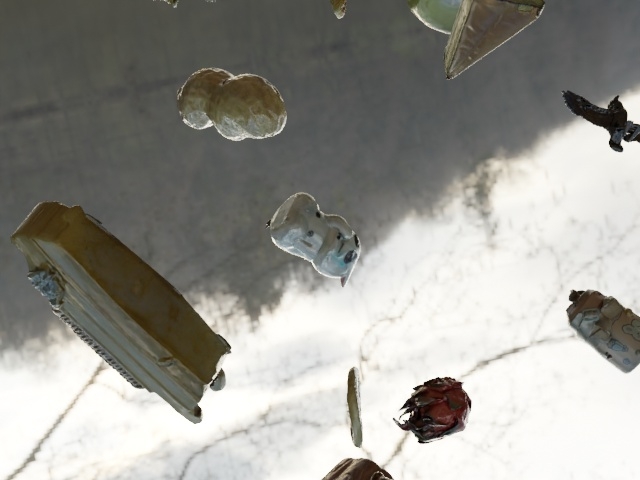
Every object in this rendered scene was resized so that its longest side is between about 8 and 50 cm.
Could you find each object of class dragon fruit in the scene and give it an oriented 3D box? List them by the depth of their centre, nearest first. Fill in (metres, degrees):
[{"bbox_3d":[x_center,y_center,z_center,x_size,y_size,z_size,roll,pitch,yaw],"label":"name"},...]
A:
[{"bbox_3d":[0.210,0.308,2.131,0.142,0.130,0.121,-42,-138,-8],"label":"dragon fruit"}]

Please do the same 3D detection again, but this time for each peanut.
[{"bbox_3d":[-0.143,-0.205,1.749,0.085,0.104,0.227,-24,-150,-38],"label":"peanut"}]

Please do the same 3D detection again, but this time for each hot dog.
[{"bbox_3d":[0.034,-0.499,2.393,0.034,0.090,0.030,-23,158,9],"label":"hot dog"}]

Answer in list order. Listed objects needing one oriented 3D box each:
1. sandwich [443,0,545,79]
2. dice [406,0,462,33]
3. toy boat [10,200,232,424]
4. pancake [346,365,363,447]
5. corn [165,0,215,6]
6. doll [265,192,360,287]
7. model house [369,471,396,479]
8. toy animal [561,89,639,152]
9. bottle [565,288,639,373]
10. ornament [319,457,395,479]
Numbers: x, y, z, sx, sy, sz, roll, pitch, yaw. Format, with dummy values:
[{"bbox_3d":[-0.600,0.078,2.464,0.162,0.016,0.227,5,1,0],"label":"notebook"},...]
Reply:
[{"bbox_3d":[0.268,-0.323,1.820,0.113,0.163,0.079,11,-139,-8],"label":"sandwich"},{"bbox_3d":[0.301,-0.562,2.296,0.233,0.238,0.227,5,147,-9],"label":"dice"},{"bbox_3d":[-0.215,0.085,1.271,0.115,0.310,0.089,-20,-146,44],"label":"toy boat"},{"bbox_3d":[0.063,0.306,2.141,0.028,0.158,0.158,-3,-171,2],"label":"pancake"},{"bbox_3d":[-0.153,-0.332,0.925,0.123,0.305,0.122,-15,176,-2],"label":"corn"},{"bbox_3d":[-0.004,-0.005,2.111,0.107,0.180,0.110,-44,-163,56],"label":"doll"},{"bbox_3d":[0.162,0.546,2.109,0.229,0.220,0.199,26,-127,6],"label":"model house"},{"bbox_3d":[0.511,-0.204,2.010,0.220,0.062,0.108,17,-147,-23],"label":"toy animal"},{"bbox_3d":[0.455,0.136,1.862,0.099,0.152,0.099,-50,174,-8],"label":"bottle"},{"bbox_3d":[0.049,0.563,2.363,0.221,0.235,0.217,27,-146,25],"label":"ornament"}]
